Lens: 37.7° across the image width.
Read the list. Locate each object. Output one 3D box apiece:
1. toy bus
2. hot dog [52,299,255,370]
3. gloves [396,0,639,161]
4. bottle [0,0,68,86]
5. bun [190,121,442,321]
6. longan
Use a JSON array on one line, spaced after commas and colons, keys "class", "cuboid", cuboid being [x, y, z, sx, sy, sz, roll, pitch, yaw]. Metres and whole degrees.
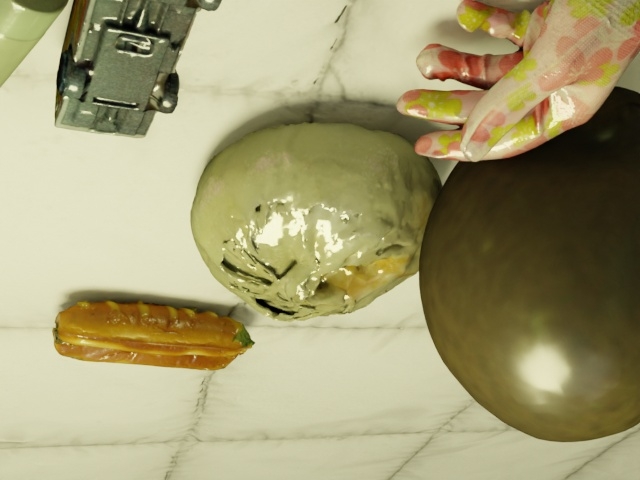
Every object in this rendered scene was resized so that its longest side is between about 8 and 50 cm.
[{"class": "toy bus", "cuboid": [-0.134, -0.175, 0.678, 0.092, 0.106, 0.268, 5, 150, -22]}, {"class": "hot dog", "cuboid": [-0.214, 0.125, 1.216, 0.269, 0.072, 0.115, 10, 145, -31]}, {"class": "gloves", "cuboid": [0.177, -0.142, 0.773, 0.126, 0.145, 0.241, 15, 135, -33]}, {"class": "bottle", "cuboid": [-0.274, -0.146, 0.728, 0.072, 0.072, 0.201, 19, 141, -39]}, {"class": "bun", "cuboid": [0.000, 0.000, 0.978, 0.287, 0.146, 0.287, -6, 153, -3]}, {"class": "longan", "cuboid": [0.228, 0.014, 0.869, 0.288, 0.350, 0.288, 10, 143, 7]}]
